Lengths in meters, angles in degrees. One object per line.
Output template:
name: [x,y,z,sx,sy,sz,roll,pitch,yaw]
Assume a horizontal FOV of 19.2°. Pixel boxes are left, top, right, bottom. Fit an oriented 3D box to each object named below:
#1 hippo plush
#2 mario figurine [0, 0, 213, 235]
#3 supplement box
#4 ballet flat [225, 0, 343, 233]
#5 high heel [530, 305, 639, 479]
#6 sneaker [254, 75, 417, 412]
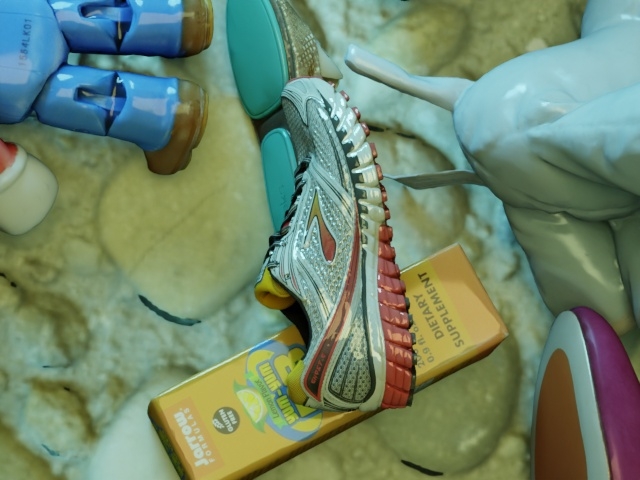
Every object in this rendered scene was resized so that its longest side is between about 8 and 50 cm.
hippo plush: [0.224,-0.082,1.284,0.294,0.234,0.236,16,52,37]
mario figurine: [-0.242,-0.128,1.263,0.321,0.170,0.198,8,43,-17]
supplement box: [0.004,0.090,1.259,0.233,0.080,0.078,-28,82,-9]
ballet flat: [-0.013,-0.086,1.301,0.067,0.073,0.206,-7,83,-36]
high heel: [0.251,0.223,1.260,0.181,0.127,0.377,-7,87,-18]
sneaker: [0.000,0.000,1.199,0.093,0.088,0.225,-9,71,-4]
